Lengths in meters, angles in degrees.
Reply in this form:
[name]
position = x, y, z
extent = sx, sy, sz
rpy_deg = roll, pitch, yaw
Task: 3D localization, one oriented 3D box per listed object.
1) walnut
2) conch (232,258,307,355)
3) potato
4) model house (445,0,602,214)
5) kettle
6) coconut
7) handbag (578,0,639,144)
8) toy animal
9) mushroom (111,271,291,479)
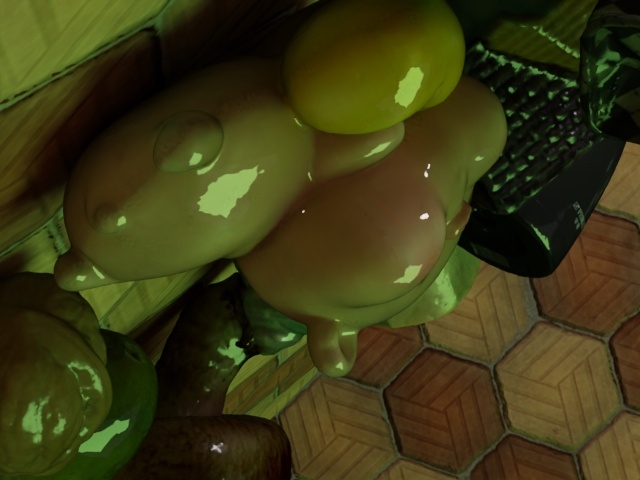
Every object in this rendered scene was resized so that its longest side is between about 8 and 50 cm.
[walnut]
position = -0.233, 0.106, 1.377
extent = 0.166, 0.149, 0.167
rpy_deg = 13, 90, -88
[conch]
position = 0.000, 0.000, 1.909
extent = 0.220, 0.195, 0.277
rpy_deg = -6, -125, 55
[potato]
position = -0.257, 0.170, 1.571
extent = 0.253, 0.148, 0.186
rpy_deg = -36, 157, 7
[model house]
position = 0.177, -0.167, 1.558
extent = 0.280, 0.249, 0.230
rpy_deg = -40, 171, -22
[kettle]
position = 0.255, -0.115, 2.011
extent = 0.290, 0.207, 0.268
rpy_deg = -54, 145, -16
[coconut]
position = 0.095, -0.004, 2.158
extent = 0.197, 0.237, 0.237
rpy_deg = -12, 179, 13
[handbag]
position = 0.399, -0.237, 1.300
extent = 0.416, 0.316, 0.180
rpy_deg = -64, 156, -25
[toy animal]
position = 0.009, -0.035, 1.282
extent = 0.277, 0.247, 0.345
rpy_deg = -19, -168, 48
[mushroom]
position = -0.178, 0.214, 2.007
extent = 0.334, 0.356, 0.331
rpy_deg = -3, -165, 13
